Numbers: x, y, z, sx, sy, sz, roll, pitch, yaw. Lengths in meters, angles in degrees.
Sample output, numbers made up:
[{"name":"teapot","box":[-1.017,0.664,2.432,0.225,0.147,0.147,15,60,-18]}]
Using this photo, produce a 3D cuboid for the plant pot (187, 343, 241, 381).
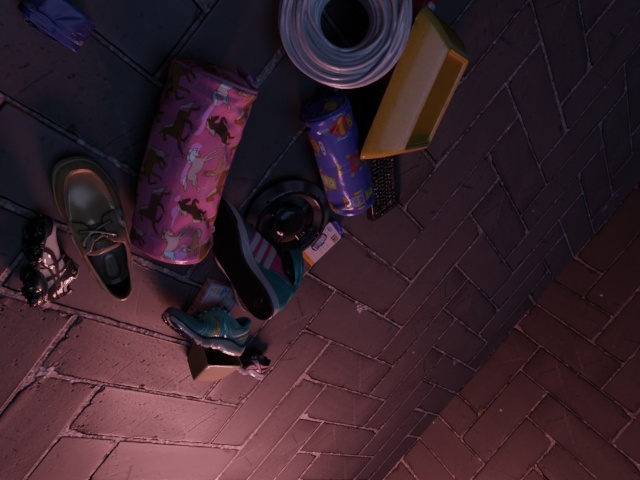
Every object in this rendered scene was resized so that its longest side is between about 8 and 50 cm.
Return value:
[{"name":"plant pot","box":[-0.297,0.321,1.223,0.109,0.109,0.096,18,121,-45]}]

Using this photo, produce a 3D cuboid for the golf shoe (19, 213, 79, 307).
[{"name":"golf shoe","box":[-0.509,0.033,0.862,0.094,0.077,0.198,-10,133,-47]}]

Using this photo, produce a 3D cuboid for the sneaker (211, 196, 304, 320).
[{"name":"sneaker","box":[-0.136,0.020,1.064,0.124,0.295,0.178,-25,-179,37]}]

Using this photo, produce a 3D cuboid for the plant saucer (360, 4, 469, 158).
[{"name":"plant saucer","box":[0.245,-0.340,1.075,0.333,0.081,0.332,-28,144,-60]}]

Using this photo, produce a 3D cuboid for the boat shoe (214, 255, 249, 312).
[{"name":"boat shoe","box":[-0.193,0.093,1.128,0.080,0.076,0.228,-31,125,-32]}]

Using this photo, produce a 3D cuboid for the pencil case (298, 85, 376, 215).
[{"name":"pencil case","box":[0.040,-0.201,1.077,0.119,0.133,0.306,-49,138,-26]}]

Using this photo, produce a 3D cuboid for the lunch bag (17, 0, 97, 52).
[{"name":"lunch bag","box":[-0.396,-0.333,0.675,0.065,0.067,0.098,-53,137,5]}]

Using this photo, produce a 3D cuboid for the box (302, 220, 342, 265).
[{"name":"box","box":[0.000,0.000,1.277,0.136,0.028,0.081,-45,138,-6]}]

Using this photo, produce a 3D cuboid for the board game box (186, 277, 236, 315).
[{"name":"board game box","box":[-0.283,0.176,1.176,0.103,0.026,0.154,23,104,-46]}]

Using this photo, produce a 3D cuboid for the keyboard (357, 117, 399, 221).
[{"name":"keyboard","box":[0.142,-0.181,1.255,0.202,0.033,0.317,-30,134,-18]}]

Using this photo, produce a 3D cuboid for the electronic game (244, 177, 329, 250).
[{"name":"electronic game","box":[-0.083,-0.052,1.153,0.229,0.048,0.229,-15,129,-20]}]

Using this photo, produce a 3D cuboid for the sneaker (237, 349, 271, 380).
[{"name":"sneaker","box":[-0.211,0.355,1.350,0.077,0.072,0.178,-55,147,-9]}]

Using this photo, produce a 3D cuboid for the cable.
[{"name":"cable","box":[0.048,-0.430,0.878,0.257,0.089,0.257,-1,110,-1]}]

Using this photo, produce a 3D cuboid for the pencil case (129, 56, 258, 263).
[{"name":"pencil case","box":[-0.245,-0.149,0.872,0.160,0.167,0.386,22,111,0]}]

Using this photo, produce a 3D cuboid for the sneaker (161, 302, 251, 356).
[{"name":"sneaker","box":[-0.278,0.205,1.130,0.275,0.107,0.109,36,75,-52]}]

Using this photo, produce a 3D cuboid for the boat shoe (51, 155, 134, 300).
[{"name":"boat shoe","box":[-0.420,-0.014,0.869,0.109,0.098,0.302,-20,131,-27]}]

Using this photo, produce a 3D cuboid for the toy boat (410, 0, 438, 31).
[{"name":"toy boat","box":[0.232,-0.552,0.962,0.151,0.151,0.231,10,113,-43]}]
